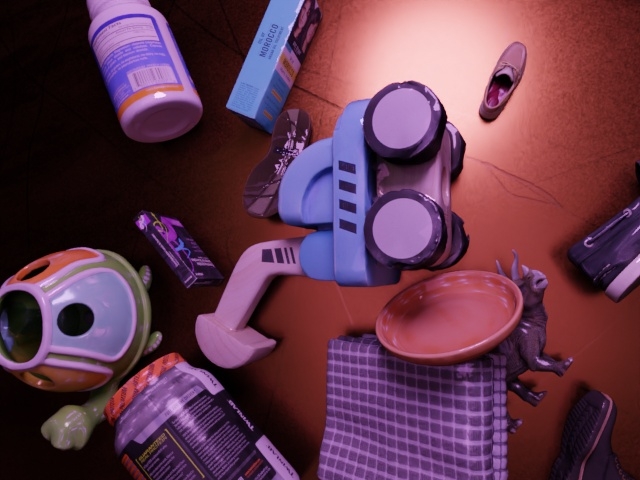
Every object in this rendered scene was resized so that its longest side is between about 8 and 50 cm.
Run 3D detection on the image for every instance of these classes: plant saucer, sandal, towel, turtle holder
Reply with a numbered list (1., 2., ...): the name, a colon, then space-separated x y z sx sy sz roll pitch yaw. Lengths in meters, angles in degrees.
1. plant saucer: 0.175 0.107 0.624 0.200 0.200 0.037 -19 108 11
2. sandal: -0.072 -0.137 0.831 0.090 0.060 0.219 14 75 8
3. towel: 0.122 0.267 0.673 0.283 0.121 0.235 -3 85 39
4. turtle holder: -0.453 0.172 0.810 0.243 0.227 0.320 19 91 13

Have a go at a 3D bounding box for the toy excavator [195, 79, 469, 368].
1. toy excavator: 0.000 0.000 0.749 0.445 0.222 0.433 -1 87 27

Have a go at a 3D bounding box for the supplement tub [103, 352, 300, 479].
1. supplement tub: -0.200 0.355 0.757 0.193 0.193 0.316 -46 79 7

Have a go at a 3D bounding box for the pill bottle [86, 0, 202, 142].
1. pill bottle: -0.339 -0.337 0.854 0.152 0.152 0.272 -26 80 10

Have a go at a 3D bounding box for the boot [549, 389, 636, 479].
1. boot: 0.439 0.333 0.676 0.137 0.077 0.198 16 103 9

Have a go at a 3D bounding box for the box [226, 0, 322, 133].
1. box: -0.080 -0.326 0.819 0.060 0.100 0.244 24 93 12

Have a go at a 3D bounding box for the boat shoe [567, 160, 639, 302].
1. boat shoe: 0.500 -0.070 0.659 0.340 0.127 0.113 -52 55 8

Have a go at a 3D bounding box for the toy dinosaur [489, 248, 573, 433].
1. toy dinosaur: 0.280 0.187 0.711 0.160 0.121 0.314 41 110 30

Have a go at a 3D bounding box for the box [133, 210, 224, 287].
1. box: -0.254 0.018 0.830 0.029 0.116 0.162 -41 79 7

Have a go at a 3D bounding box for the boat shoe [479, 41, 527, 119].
1. boat shoe: 0.307 -0.269 0.751 0.050 0.045 0.135 21 92 13
